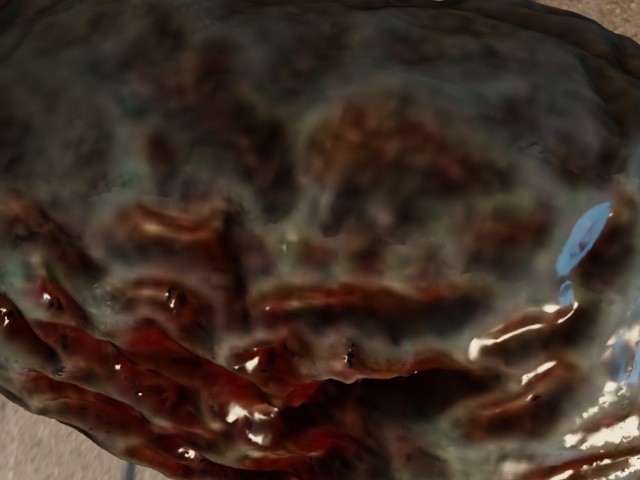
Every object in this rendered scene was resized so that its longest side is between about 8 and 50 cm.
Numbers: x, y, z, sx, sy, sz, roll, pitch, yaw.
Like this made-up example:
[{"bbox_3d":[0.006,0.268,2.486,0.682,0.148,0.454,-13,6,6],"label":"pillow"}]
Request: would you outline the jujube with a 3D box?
[{"bbox_3d":[0.000,0.000,0.597,0.226,0.317,0.226,9,90,-81],"label":"jujube"}]
